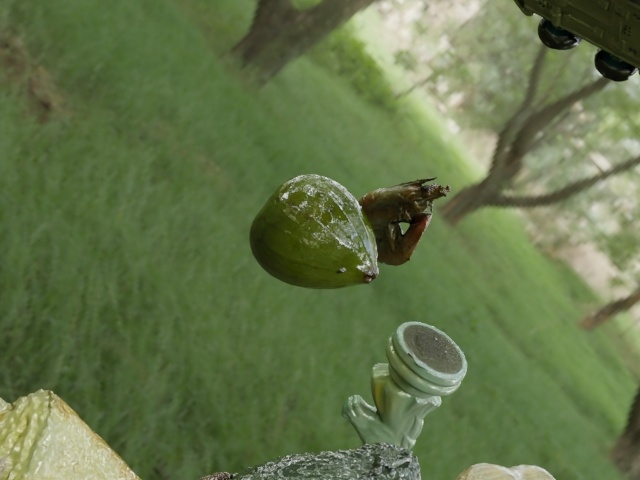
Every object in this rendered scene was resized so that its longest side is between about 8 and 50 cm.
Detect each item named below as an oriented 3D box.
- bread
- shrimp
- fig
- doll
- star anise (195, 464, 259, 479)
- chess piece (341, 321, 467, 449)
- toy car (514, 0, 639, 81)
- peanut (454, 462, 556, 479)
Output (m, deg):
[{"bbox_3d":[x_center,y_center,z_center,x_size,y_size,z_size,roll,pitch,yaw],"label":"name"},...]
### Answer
[{"bbox_3d":[-0.286,0.370,1.408,0.375,0.165,0.237,55,33,-40],"label":"bread"},{"bbox_3d":[0.156,-0.034,2.291,0.287,0.063,0.152,-19,-94,53],"label":"shrimp"},{"bbox_3d":[0.000,0.000,2.108,0.225,0.203,0.203,36,1,21],"label":"fig"},{"bbox_3d":[0.003,0.441,1.914,0.247,0.349,0.247,43,-36,43],"label":"doll"},{"bbox_3d":[-0.153,0.444,2.084,0.214,0.219,0.099,111,-33,-65],"label":"star anise"},{"bbox_3d":[0.157,0.321,2.470,0.175,0.298,0.176,22,31,-14],"label":"chess piece"},{"bbox_3d":[0.370,-0.335,1.470,0.248,0.198,0.204,35,-17,23],"label":"toy car"},{"bbox_3d":[0.229,0.318,1.496,0.206,0.087,0.087,11,31,-48],"label":"peanut"}]
